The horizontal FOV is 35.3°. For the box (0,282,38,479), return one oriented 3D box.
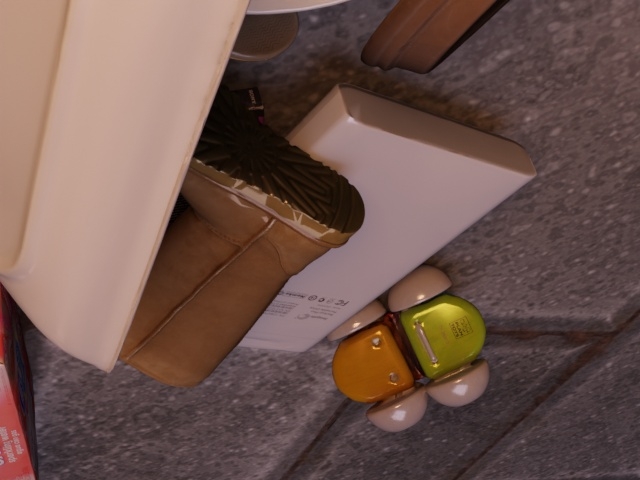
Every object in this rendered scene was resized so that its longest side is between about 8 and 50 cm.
[{"bbox_3d":[-0.358,0.138,0.964,0.142,0.154,0.300,-7,146,-13],"label":"box"}]

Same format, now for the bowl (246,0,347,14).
[{"bbox_3d":[-0.024,-0.272,0.523,0.298,0.134,0.298,-11,145,-8],"label":"bowl"}]

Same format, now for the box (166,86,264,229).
[{"bbox_3d":[-0.106,-0.064,0.886,0.116,0.029,0.162,-10,147,-10],"label":"box"}]

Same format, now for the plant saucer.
[{"bbox_3d":[0.137,-0.197,0.621,0.278,0.041,0.278,-43,-179,1],"label":"plant saucer"}]

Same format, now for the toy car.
[{"bbox_3d":[0.104,0.118,1.152,0.182,0.159,0.136,-26,179,14],"label":"toy car"}]

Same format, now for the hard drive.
[{"bbox_3d":[0.000,0.000,0.959,0.233,0.047,0.353,12,141,-38],"label":"hard drive"}]

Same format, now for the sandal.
[{"bbox_3d":[-0.076,-0.184,0.655,0.072,0.049,0.180,-46,125,-9],"label":"sandal"}]

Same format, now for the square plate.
[{"bbox_3d":[-0.183,-0.140,0.483,0.049,0.347,0.344,-28,158,-39],"label":"square plate"}]

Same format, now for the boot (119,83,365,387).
[{"bbox_3d":[-0.127,0.002,0.837,0.236,0.089,0.269,36,130,-15],"label":"boot"}]
